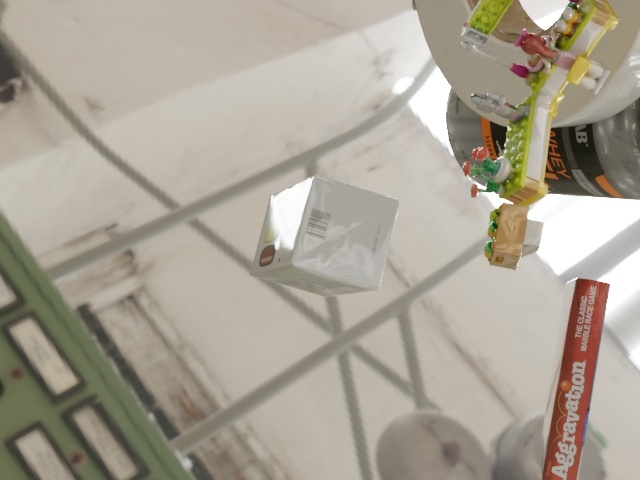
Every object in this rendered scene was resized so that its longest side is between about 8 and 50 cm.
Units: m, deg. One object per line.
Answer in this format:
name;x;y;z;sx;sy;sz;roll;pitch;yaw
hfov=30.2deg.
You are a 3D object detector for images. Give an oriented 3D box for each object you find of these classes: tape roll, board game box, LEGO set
tape roll;0.227;-0.307;1.218;0.392;0.072;0.392;22;-64;57
board game box;0.200;0.104;0.948;0.027;0.281;0.145;8;-92;11
LEGO set;0.169;-0.127;1.015;0.287;0.107;0.132;-66;-160;9

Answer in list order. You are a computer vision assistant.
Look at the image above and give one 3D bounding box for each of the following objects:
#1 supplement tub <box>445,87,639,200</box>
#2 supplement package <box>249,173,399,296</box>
supplement tub;0.315;-0.146;1.381;0.316;0.193;0.194;6;-63;53
supplement package;0.000;0.000;1.756;0.244;0.133;0.139;162;-57;-71
